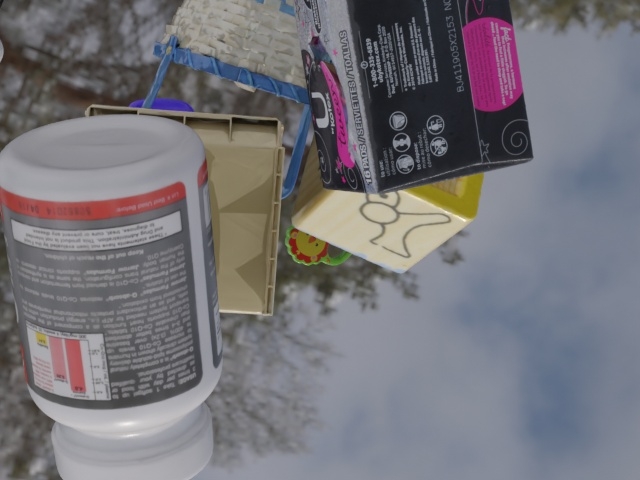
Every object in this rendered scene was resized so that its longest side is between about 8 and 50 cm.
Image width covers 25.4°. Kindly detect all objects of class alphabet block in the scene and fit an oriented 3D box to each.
[{"bbox_3d":[0.098,-0.099,1.923,0.197,0.192,0.193,-40,-148,54],"label":"alphabet block"}]

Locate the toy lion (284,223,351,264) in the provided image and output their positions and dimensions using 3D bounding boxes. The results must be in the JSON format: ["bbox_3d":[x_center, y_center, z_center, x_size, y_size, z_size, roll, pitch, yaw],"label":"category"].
[{"bbox_3d":[0.000,0.000,2.098,0.096,0.100,0.034,-50,-158,-8],"label":"toy lion"}]

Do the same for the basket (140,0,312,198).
[{"bbox_3d":[-0.107,-0.218,1.966,0.201,0.255,0.289,20,-89,57],"label":"basket"}]

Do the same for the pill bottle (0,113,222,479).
[{"bbox_3d":[-0.210,0.068,1.472,0.210,0.210,0.363,31,-50,54],"label":"pill bottle"}]

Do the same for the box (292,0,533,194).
[{"bbox_3d":[0.073,-0.177,1.286,0.142,0.163,0.247,-170,-111,-70],"label":"box"}]

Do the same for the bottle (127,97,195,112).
[{"bbox_3d":[-0.254,-0.088,2.177,0.283,0.118,0.092,103,-18,-45],"label":"bottle"}]

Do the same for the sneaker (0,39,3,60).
[{"bbox_3d":[-0.555,-0.272,1.923,0.163,0.226,0.086,-85,-168,-76],"label":"sneaker"}]

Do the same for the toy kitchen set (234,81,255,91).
[{"bbox_3d":[-0.125,-0.296,2.247,0.068,0.075,0.083,22,-105,29],"label":"toy kitchen set"}]

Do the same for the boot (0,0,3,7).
[{"bbox_3d":[-0.563,-0.337,2.225,0.229,0.091,0.263,-168,-94,-67],"label":"boot"}]

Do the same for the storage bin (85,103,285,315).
[{"bbox_3d":[-0.185,-0.040,1.850,0.123,0.262,0.260,-122,-144,-82],"label":"storage bin"}]
